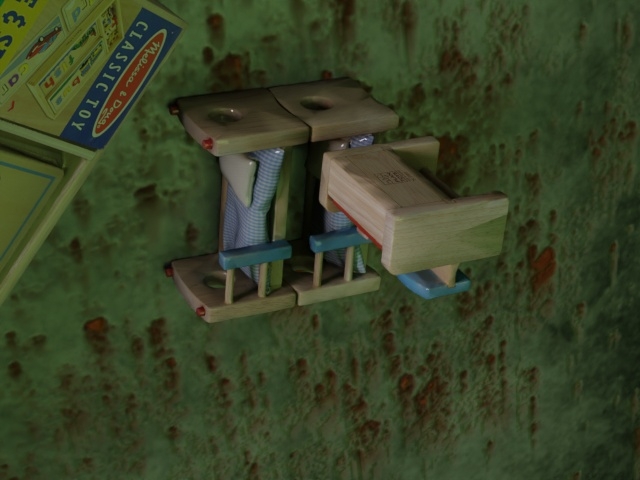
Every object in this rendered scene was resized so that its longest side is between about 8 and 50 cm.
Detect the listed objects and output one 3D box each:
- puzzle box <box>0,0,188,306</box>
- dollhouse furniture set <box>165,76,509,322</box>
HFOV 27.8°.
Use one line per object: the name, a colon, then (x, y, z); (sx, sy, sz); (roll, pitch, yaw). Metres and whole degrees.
puzzle box: (-0.258, 0.011, 0.642); (0.409, 0.052, 0.272); (-55, 156, 9)
dollhouse furniture set: (0.000, 0.000, 0.774); (0.129, 0.183, 0.129); (-10, 122, -26)
